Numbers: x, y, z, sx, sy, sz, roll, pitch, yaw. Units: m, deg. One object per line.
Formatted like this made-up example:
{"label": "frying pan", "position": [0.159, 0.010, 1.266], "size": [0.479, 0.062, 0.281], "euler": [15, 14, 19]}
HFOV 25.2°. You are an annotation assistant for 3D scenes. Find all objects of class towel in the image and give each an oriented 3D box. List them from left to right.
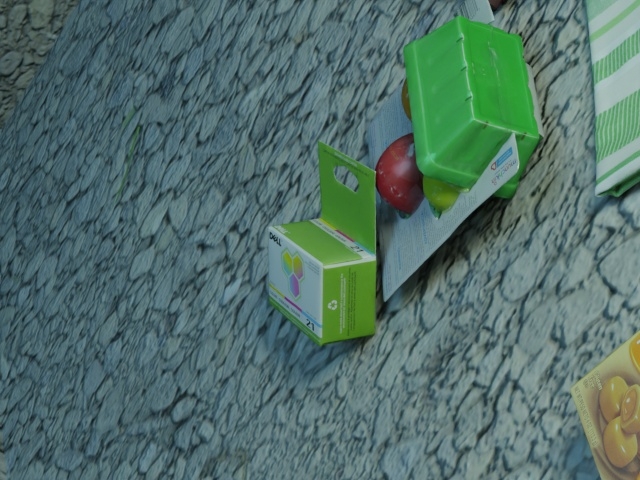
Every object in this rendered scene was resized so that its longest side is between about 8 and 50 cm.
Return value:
{"label": "towel", "position": [0.406, -0.236, 1.756], "size": [0.248, 0.038, 0.325], "euler": [-41, 40, 53]}

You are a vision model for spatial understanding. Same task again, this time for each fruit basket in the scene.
{"label": "fruit basket", "position": [0.171, -0.131, 2.023], "size": [0.353, 0.165, 0.327], "euler": [123, 150, -49]}

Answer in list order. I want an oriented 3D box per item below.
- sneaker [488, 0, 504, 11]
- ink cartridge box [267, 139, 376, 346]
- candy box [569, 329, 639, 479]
{"label": "sneaker", "position": [0.285, -0.390, 2.016], "size": [0.162, 0.106, 0.281], "euler": [-67, 21, 14]}
{"label": "ink cartridge box", "position": [0.000, 0.000, 2.127], "size": [0.189, 0.097, 0.255], "euler": [35, 131, 57]}
{"label": "candy box", "position": [0.419, 0.149, 1.509], "size": [0.316, 0.087, 0.183], "euler": [-48, 38, 32]}
